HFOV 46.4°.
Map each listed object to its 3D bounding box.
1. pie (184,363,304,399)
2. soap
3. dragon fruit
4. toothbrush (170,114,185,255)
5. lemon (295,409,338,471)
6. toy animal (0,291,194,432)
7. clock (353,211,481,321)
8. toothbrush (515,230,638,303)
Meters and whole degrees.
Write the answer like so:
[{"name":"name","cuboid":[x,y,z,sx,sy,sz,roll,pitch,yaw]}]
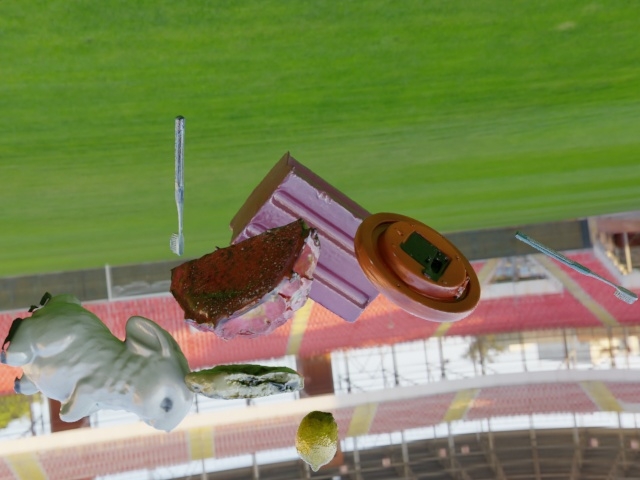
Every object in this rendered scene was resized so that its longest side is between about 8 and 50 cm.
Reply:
[{"name":"pie","cuboid":[-0.146,0.260,1.388,0.218,0.052,0.185,0,175,-28]},{"name":"soap","cuboid":[0.000,0.000,1.691,0.359,0.233,0.128,34,-162,-22]},{"name":"dragon fruit","cuboid":[-0.098,0.073,1.166,0.262,0.163,0.189,-23,162,21]},{"name":"toothbrush","cuboid":[-0.215,-0.080,1.131,0.019,0.219,0.016,17,-156,26]},{"name":"lemon","cuboid":[-0.007,0.369,1.381,0.082,0.110,0.082,11,174,1]},{"name":"toy animal","cuboid":[-0.410,0.233,1.447,0.357,0.257,0.194,11,151,2]},{"name":"clock","cuboid":[0.142,0.033,1.081,0.205,0.205,0.051,-4,137,-44]},{"name":"toothbrush","cuboid":[0.317,0.033,0.933,0.167,0.014,0.011,30,-140,7]}]
